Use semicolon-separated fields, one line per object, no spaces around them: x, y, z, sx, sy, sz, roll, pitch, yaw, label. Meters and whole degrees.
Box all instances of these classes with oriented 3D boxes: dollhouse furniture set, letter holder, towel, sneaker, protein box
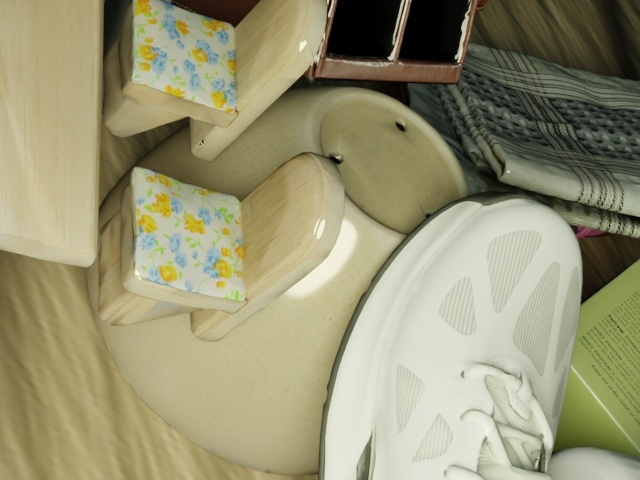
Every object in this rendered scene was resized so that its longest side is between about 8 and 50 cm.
-0.155;-0.189;0.616;0.362;0.256;0.394;15;56;-31;dollhouse furniture set
-0.018;-0.271;0.933;0.152;0.214;0.302;-5;26;-40;letter holder
0.226;-0.106;1.092;0.324;0.056;0.312;10;33;-13;towel
0.110;0.171;0.631;0.169;0.257;0.448;33;69;-29;sneaker
0.251;0.147;0.962;0.201;0.136;0.200;-28;76;-46;protein box

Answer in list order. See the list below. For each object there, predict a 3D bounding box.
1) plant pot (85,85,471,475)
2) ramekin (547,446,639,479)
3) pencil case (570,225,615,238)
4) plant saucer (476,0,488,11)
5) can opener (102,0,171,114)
0.000;0.000;0.847;0.284;0.191;0.284;20;48;-24;plant pot
0.181;0.263;0.725;0.135;0.277;0.277;21;47;-12;ramekin
0.305;-0.045;1.193;0.209;0.098;0.095;-3;104;-39;pencil case
0.153;-0.288;1.322;0.083;0.013;0.083;20;48;-24;plant saucer
-0.131;-0.235;0.895;0.074;0.280;0.093;2;17;-34;can opener
